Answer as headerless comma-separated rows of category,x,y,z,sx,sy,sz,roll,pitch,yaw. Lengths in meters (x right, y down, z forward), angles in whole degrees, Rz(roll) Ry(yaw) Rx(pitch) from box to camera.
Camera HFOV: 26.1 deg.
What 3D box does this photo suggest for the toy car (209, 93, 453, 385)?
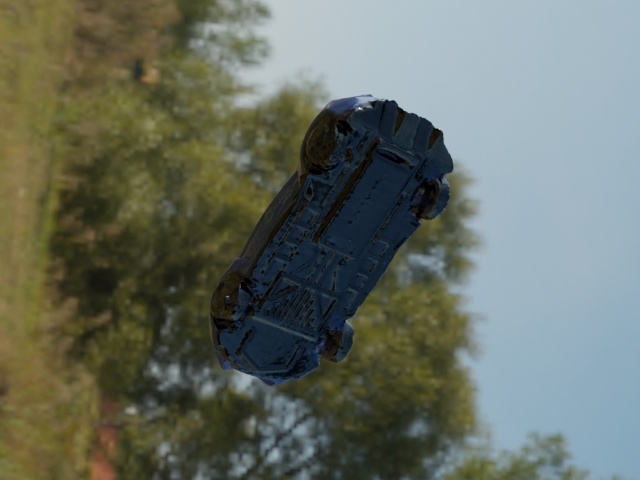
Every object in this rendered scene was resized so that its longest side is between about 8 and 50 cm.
toy car,0.000,0.000,0.915,0.216,0.103,0.063,-57,-149,17
